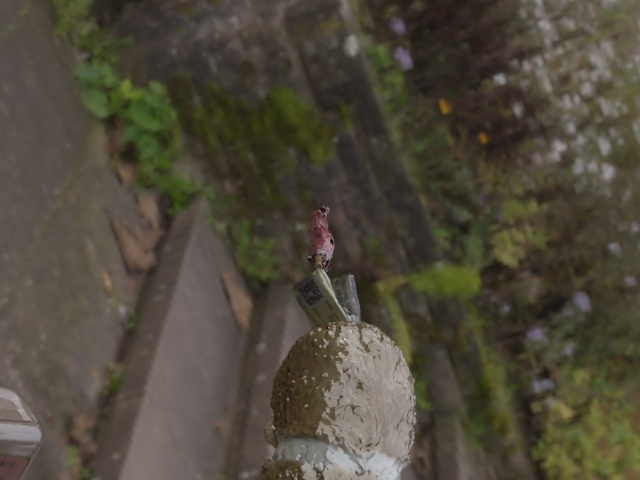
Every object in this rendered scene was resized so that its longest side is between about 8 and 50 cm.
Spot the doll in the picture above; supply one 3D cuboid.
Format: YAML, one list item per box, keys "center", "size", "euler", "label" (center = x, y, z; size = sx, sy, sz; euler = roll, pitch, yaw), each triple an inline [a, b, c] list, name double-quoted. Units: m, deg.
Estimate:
- center: [0.017, 0.122, 1.056]
  size: [0.105, 0.115, 0.221]
  euler: [21, 54, -16]
  label: "doll"

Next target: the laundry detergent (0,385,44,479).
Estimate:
- center: [-0.335, 0.211, 1.121]
  size: [0.171, 0.237, 0.076]
  euler: [19, 20, -47]
  label: "laundry detergent"

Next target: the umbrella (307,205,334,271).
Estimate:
- center: [0.000, 0.000, 1.338]
  size: [0.165, 0.025, 0.027]
  euler: [-92, 176, -72]
  label: "umbrella"
